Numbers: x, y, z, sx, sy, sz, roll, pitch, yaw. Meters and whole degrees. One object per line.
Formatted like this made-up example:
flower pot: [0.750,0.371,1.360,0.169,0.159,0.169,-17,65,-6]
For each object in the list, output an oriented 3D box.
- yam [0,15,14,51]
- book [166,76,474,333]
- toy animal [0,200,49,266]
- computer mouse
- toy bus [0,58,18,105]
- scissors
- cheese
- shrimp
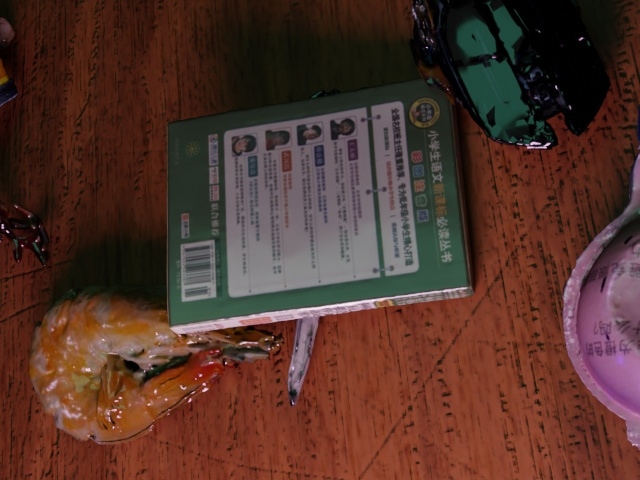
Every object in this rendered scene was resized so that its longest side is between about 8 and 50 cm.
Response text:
yam: [-0.464,-0.257,1.405,0.241,0.057,0.056,12,79,34]
book: [-0.007,-0.032,1.008,0.264,0.027,0.202,-9,67,13]
toy animal: [-0.408,-0.011,1.274,0.243,0.087,0.260,-49,55,24]
computer mouse: [0.147,-0.174,0.960,0.147,0.077,0.241,-29,60,6]
toy bus: [-0.496,-0.214,1.315,0.275,0.167,0.138,13,42,36]
scissors: [0.000,0.000,1.031,0.109,0.022,0.299,1,69,30]
cheese: [0.265,0.012,0.833,0.189,0.074,0.285,-4,66,30]
shrimp: [-0.157,0.109,1.074,0.294,0.062,0.153,-10,78,33]
